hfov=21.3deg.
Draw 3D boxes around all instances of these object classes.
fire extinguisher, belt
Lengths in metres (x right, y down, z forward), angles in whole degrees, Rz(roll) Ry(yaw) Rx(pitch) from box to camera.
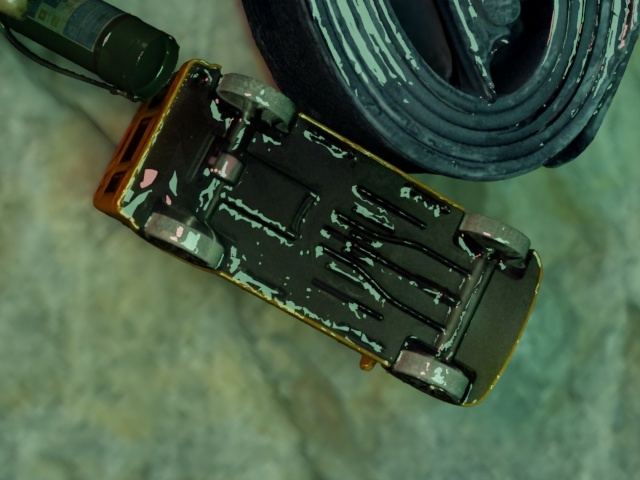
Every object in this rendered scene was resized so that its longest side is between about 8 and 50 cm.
[{"bbox_3d":[-0.090,-0.075,0.606,0.025,0.083,0.038,-25,139,-53],"label":"fire extinguisher"},{"bbox_3d":[0.044,-0.110,0.635,0.141,0.082,0.190,-18,102,-19],"label":"belt"}]

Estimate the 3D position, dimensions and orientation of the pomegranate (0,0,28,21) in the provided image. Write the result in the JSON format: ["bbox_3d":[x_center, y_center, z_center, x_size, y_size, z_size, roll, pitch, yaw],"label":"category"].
[{"bbox_3d":[-0.143,-0.127,0.552,0.114,0.114,0.142,-41,116,-11],"label":"pomegranate"}]

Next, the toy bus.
[{"bbox_3d":[0.000,0.000,0.638,0.162,0.074,0.069,30,79,-19],"label":"toy bus"}]
